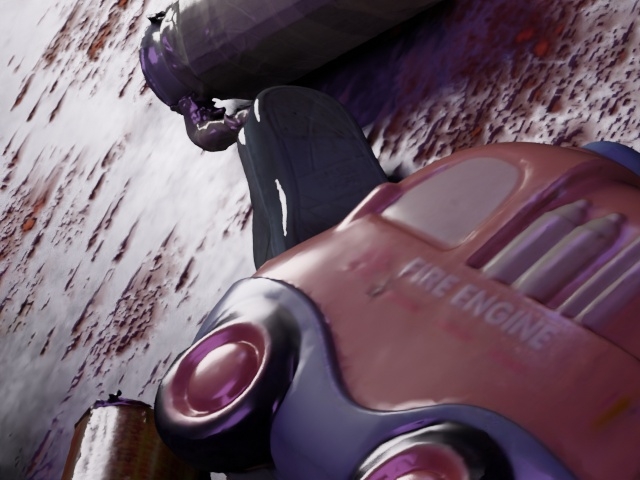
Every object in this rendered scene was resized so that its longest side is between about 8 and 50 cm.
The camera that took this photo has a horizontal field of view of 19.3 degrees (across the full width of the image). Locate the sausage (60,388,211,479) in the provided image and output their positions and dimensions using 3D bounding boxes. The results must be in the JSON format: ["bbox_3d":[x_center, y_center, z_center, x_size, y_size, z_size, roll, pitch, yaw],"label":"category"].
[{"bbox_3d":[-0.109,0.210,0.860,0.082,0.082,0.371,-36,22,24],"label":"sausage"}]

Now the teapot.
[{"bbox_3d":[-0.016,-0.126,1.127,0.200,0.077,0.107,-25,64,35],"label":"teapot"}]

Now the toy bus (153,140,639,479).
[{"bbox_3d":[0.093,0.069,0.737,0.232,0.194,0.288,-49,34,-6],"label":"toy bus"}]

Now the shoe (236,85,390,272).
[{"bbox_3d":[0.000,0.000,1.015,0.078,0.079,0.195,108,153,-43],"label":"shoe"}]

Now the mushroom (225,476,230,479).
[{"bbox_3d":[-0.021,0.152,0.885,0.088,0.073,0.129,-80,5,-52],"label":"mushroom"}]
